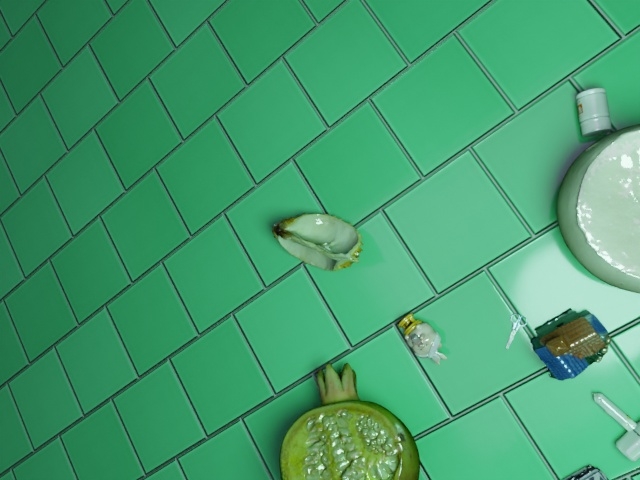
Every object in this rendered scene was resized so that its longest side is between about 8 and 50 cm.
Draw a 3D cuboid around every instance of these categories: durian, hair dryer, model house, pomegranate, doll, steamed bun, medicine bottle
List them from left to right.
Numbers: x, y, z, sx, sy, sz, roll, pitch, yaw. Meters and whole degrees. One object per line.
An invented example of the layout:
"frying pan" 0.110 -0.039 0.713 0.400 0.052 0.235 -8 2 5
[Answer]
"durian" 0.000 0.000 1.213 0.252 0.139 0.144 30 94 21
"pomegranate" 0.071 0.468 1.140 0.310 0.216 0.358 -21 50 20
"doll" 0.231 0.227 1.139 0.073 0.084 0.127 -48 65 14
"model house" 0.500 0.215 0.998 0.148 0.149 0.119 -36 77 19
"medicine bottle" 0.566 -0.265 1.041 0.057 0.057 0.089 -9 84 21
"hair dryer" 0.602 0.363 1.009 0.137 0.047 0.082 46 105 23
"steamed bun" 0.615 -0.057 0.932 0.324 0.206 0.324 -1 89 24

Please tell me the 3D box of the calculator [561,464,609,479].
"calculator" 0.509 0.601 1.044 0.274 0.028 0.165 -41 77 17

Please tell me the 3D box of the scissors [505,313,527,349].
"scissors" 0.425 0.202 1.104 0.036 0.006 0.083 22 96 19
